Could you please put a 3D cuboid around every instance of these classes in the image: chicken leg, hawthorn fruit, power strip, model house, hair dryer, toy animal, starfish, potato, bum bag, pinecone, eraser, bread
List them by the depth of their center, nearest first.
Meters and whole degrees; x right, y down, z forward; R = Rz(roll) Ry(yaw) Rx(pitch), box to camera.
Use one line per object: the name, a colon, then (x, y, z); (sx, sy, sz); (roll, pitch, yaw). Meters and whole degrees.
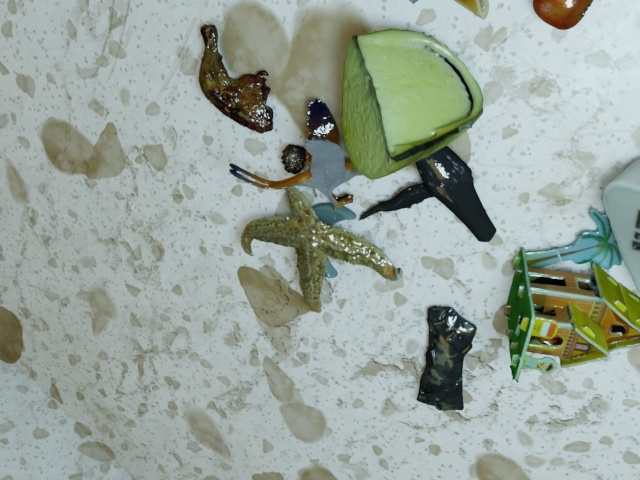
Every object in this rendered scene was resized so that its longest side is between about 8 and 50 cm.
hawthorn fruit: (0.506, -0.506, 1.212); (0.128, 0.128, 0.128); (9, 117, 19)
eraser: (0.796, -0.021, 1.219); (0.331, 0.150, 0.331); (37, 146, 30)
bread: (0.341, -0.547, 1.297); (0.103, 0.049, 0.062); (35, 150, 3)
model house: (0.625, 0.137, 1.361); (0.323, 0.300, 0.340); (8, 122, 8)
potato: (0.208, -0.306, 1.374); (0.213, 0.280, 0.330); (125, 131, -67)
toy animal: (-0.034, -0.166, 1.533); (0.284, 0.225, 0.302); (-33, 124, 16)
hair dryer: (0.259, -0.089, 1.543); (0.359, 0.120, 0.304); (-20, 119, 40)
chicken leg: (-0.240, -0.429, 1.595); (0.322, 0.083, 0.177); (42, 114, -2)
pinecone: (-0.073, -0.225, 1.616); (0.077, 0.077, 0.083); (31, 153, 7)
starfish: (-0.018, 0.049, 1.654); (0.432, 0.082, 0.324); (40, 118, 1)
bum bag: (0.363, 0.346, 1.680); (0.144, 0.095, 0.340); (11, 110, 22)
power strip: (0.000, 0.000, 1.698); (0.167, 0.054, 0.253); (27, 121, 13)

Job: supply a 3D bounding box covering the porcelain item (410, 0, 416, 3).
porcelain item: (0.140, -0.711, 1.206); (0.405, 0.242, 0.178); (52, 144, -11)
